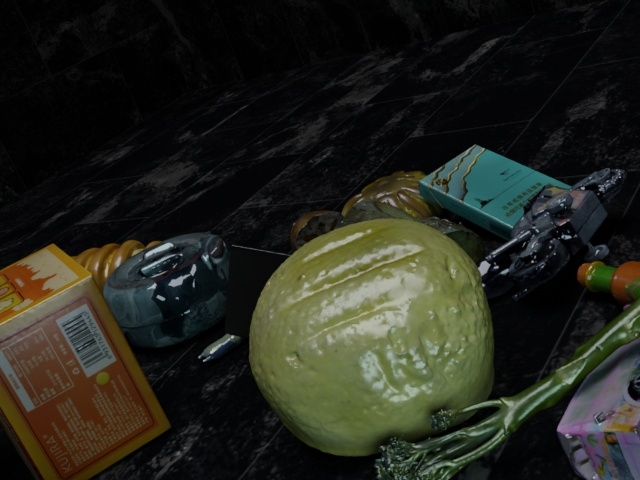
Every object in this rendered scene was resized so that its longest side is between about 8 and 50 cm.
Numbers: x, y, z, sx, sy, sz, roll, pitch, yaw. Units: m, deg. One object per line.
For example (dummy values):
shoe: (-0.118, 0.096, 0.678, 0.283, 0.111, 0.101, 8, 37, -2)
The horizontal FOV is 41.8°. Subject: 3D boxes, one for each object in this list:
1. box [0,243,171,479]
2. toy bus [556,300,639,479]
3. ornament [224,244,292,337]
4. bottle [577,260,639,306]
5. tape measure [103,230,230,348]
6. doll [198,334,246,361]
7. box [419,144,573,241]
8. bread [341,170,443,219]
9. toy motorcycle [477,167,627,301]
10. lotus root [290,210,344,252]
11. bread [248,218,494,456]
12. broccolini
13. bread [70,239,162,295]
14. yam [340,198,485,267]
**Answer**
box: (-0.414, 0.192, 1.290, 0.214, 0.283, 0.260, -30, 23, -23)
toy bus: (0.367, 0.154, 0.939, 0.112, 0.090, 0.274, -12, 21, 44)
ornament: (-0.053, 0.084, 1.436, 0.153, 0.166, 0.196, 10, 12, 16)
bottle: (0.427, 0.062, 1.126, 0.069, 0.069, 0.187, -31, 22, -23)
tape measure: (-0.287, 0.085, 1.608, 0.256, 0.147, 0.275, -26, 21, -9)
doll: (-0.157, 0.172, 1.446, 0.125, 0.027, 0.037, -33, 32, -27)
box: (0.316, -0.088, 1.516, 0.162, 0.041, 0.229, -33, 44, -27)
bread: (0.141, -0.066, 1.632, 0.214, 0.104, 0.213, -15, 24, 7)
toy motorcycle: (0.361, -0.015, 1.306, 0.307, 0.108, 0.173, -41, 10, -34)
lotus root: (-0.002, 0.002, 1.574, 0.112, 0.122, 0.081, -39, 25, -18)
bread: (0.064, 0.119, 1.092, 0.321, 0.237, 0.320, -21, 22, 9)
broccolini: (0.221, 0.160, 0.938, 0.392, 0.074, 0.079, -40, 22, 3)
bread: (-0.458, 0.075, 1.819, 0.311, 0.121, 0.173, -13, 23, 17)
yam: (0.139, 0.019, 1.384, 0.154, 0.153, 0.254, -30, 28, -21)
